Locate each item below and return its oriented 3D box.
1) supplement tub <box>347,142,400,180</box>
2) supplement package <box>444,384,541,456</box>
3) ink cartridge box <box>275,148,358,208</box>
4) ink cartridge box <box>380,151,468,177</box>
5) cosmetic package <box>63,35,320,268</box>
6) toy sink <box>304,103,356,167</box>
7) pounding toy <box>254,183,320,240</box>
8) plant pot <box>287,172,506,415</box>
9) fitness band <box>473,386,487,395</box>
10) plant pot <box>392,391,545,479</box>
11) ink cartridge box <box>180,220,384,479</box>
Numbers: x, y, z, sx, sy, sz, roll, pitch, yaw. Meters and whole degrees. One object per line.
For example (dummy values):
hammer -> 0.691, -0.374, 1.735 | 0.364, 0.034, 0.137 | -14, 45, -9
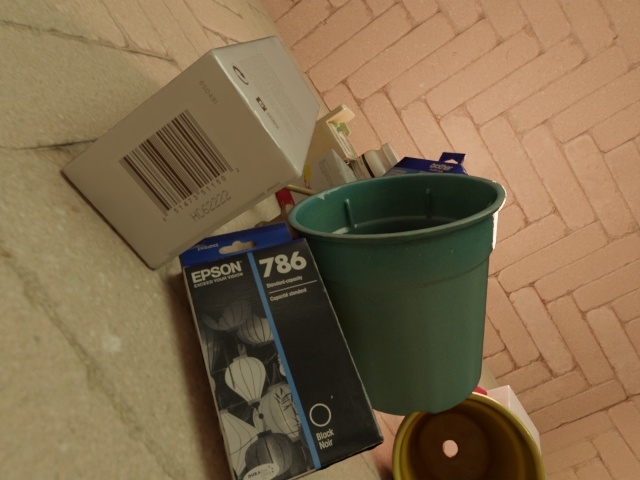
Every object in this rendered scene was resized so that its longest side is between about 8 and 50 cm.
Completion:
supplement tub -> 0.138, -0.162, 1.421 | 0.191, 0.272, 0.191 | 52, 18, -24
supplement package -> 0.419, 0.533, 1.102 | 0.178, 0.175, 0.293 | 57, 30, -9
ink cartridge box -> 0.005, -0.105, 1.100 | 0.128, 0.176, 0.128 | 32, 31, -56
ink cartridge box -> 0.223, -0.075, 1.181 | 0.151, 0.395, 0.270 | 55, -10, -24
cosmetic package -> -0.143, -0.170, 0.695 | 0.162, 0.230, 0.453 | 53, 18, -20
toy sink -> 0.017, -0.263, 1.314 | 0.131, 0.234, 0.153 | 59, 15, 2
pounding toy -> -0.023, -0.011, 0.890 | 0.270, 0.154, 0.154 | 54, 12, -15
plant pot -> 0.141, 0.086, 0.784 | 0.341, 0.340, 0.335 | -74, 156, -68
fitness band -> 0.227, 0.278, 1.014 | 0.290, 0.054, 0.209 | 25, -19, 24
plant pot -> 0.266, 0.419, 0.878 | 0.239, 0.253, 0.254 | 61, 3, -72
ink cartridge box -> -0.065, 0.109, 0.552 | 0.065, 0.165, 0.333 | 106, -35, -56
